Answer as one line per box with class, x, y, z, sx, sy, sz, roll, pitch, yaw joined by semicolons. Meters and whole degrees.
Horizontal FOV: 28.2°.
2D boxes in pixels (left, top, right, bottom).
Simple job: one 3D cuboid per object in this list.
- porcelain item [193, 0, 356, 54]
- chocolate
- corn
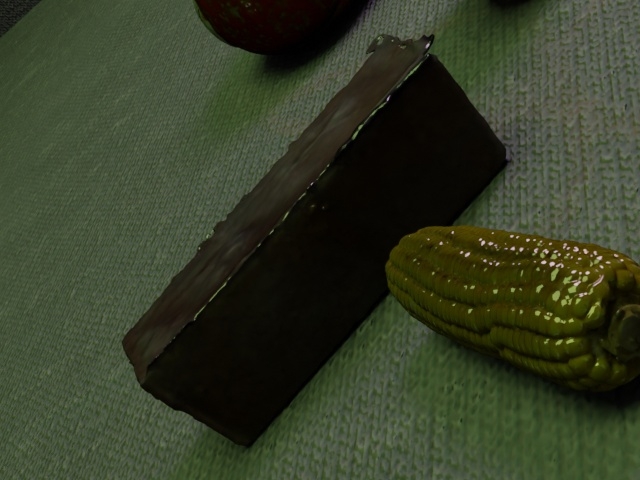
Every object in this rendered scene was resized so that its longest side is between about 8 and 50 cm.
porcelain item;-0.063;-0.334;1.398;0.253;0.253;0.253;-37;26;22
chocolate;0.000;0.000;0.940;0.321;0.112;0.112;-49;23;0
corn;0.112;0.031;0.748;0.080;0.080;0.231;-52;22;-9
